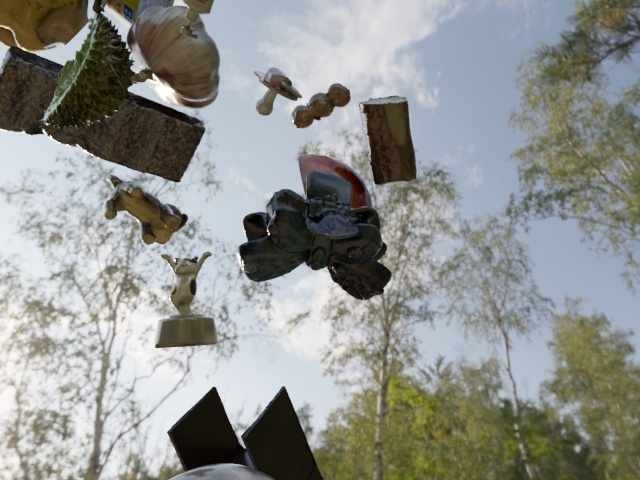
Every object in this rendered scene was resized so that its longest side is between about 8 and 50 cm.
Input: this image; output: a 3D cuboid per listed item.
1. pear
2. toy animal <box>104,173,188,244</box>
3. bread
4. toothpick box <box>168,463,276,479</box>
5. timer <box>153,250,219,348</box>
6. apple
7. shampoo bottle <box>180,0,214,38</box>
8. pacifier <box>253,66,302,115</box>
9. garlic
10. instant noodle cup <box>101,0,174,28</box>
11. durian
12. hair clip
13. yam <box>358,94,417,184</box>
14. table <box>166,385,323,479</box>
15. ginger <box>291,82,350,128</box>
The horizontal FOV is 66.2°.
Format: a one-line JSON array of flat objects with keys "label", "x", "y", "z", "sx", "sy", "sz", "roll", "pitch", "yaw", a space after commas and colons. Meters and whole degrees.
[{"label": "pear", "x": -0.710, "y": -0.596, "z": 1.199, "sx": 0.271, "sy": 0.271, "sz": 0.271, "roll": 4, "pitch": -45, "yaw": 4}, {"label": "toy animal", "x": -0.442, "y": -0.068, "z": 1.260, "sx": 0.121, "sy": 0.168, "sz": 0.233, "roll": -44, "pitch": -51, "yaw": 5}, {"label": "bread", "x": -0.482, "y": -0.265, "z": 1.094, "sx": 0.417, "sy": 0.113, "sz": 0.165, "roll": 17, "pitch": -60, "yaw": -26}, {"label": "toothpick box", "x": -0.134, "y": 0.601, "z": 0.737, "sx": 0.409, "sy": 0.425, "sz": 0.408, "roll": -22, "pitch": -49, "yaw": -28}, {"label": "timer", "x": -0.379, "y": 0.164, "z": 1.382, "sx": 0.175, "sy": 0.266, "sz": 0.175, "roll": -4, "pitch": -11, "yaw": -1}, {"label": "apple", "x": 0.053, "y": -0.117, "z": 1.349, "sx": 0.163, "sy": 0.251, "sz": 0.293, "roll": -15, "pitch": -15, "yaw": 4}, {"label": "shampoo bottle", "x": -0.158, "y": -0.341, "z": 0.657, "sx": 0.049, "sy": 0.034, "sz": 0.141, "roll": 15, "pitch": -60, "yaw": -31}, {"label": "pacifier", "x": -0.075, "y": -0.236, "z": 0.798, "sx": 0.082, "sy": 0.099, "sz": 0.078, "roll": 22, "pitch": -68, "yaw": -30}, {"label": "garlic", "x": -0.368, "y": -0.398, "z": 1.115, "sx": 0.245, "sy": 0.253, "sz": 0.245, "roll": 27, "pitch": -42, "yaw": 27}, {"label": "instant noodle cup", "x": -0.508, "y": -0.673, "z": 1.334, "sx": 0.153, "sy": 0.205, "sz": 0.205, "roll": 30, "pitch": -47, "yaw": -2}, {"label": "durian", "x": -0.327, "y": -0.246, "z": 0.694, "sx": 0.100, "sy": 0.086, "sz": 0.215, "roll": 33, "pitch": -83, "yaw": 11}, {"label": "hair clip", "x": -0.002, "y": -0.005, "z": 0.972, "sx": 0.310, "sy": 0.194, "sz": 0.206, "roll": 10, "pitch": -48, "yaw": -10}, {"label": "yam", "x": 0.180, "y": -0.259, "z": 1.298, "sx": 0.129, "sy": 0.128, "sz": 0.238, "roll": -7, "pitch": -73, "yaw": 12}, {"label": "table", "x": -0.178, "y": 0.522, "z": 1.177, "sx": 0.251, "sy": 0.196, "sz": 0.282, "roll": -10, "pitch": -74, "yaw": 32}, {"label": "ginger", "x": 0.001, "y": -0.422, "z": 1.536, "sx": 0.204, "sy": 0.104, "sz": 0.080, "roll": -28, "pitch": -73, "yaw": 10}]
